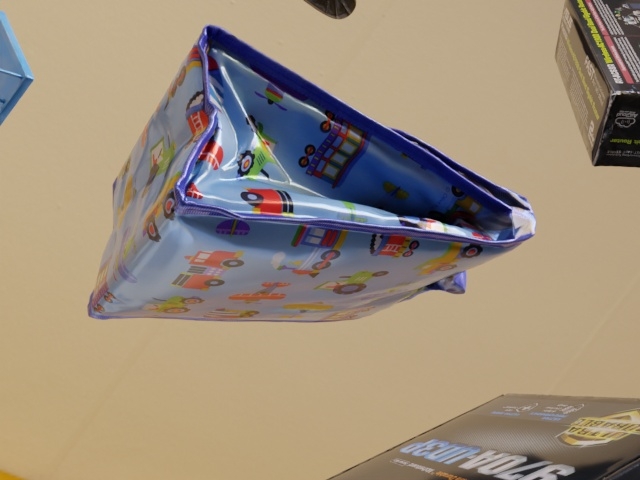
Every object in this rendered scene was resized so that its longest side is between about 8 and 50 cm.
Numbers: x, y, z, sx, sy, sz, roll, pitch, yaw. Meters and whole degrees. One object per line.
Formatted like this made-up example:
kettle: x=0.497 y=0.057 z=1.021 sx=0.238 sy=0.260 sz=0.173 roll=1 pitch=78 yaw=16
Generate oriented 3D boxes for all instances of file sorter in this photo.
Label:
file sorter: x=-0.432 y=-0.178 z=0.820 sx=0.170 sy=0.118 sz=0.104 roll=-42 pitch=-26 yaw=23

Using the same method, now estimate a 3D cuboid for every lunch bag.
lunch bag: x=0.000 y=0.000 z=0.557 sx=0.293 sy=0.138 sz=0.221 roll=17 pitch=-29 yaw=-24

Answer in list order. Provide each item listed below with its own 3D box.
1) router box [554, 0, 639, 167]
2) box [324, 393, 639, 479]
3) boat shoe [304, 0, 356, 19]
router box: x=0.170 y=-0.079 z=0.345 sx=0.092 sy=0.122 sz=0.038 roll=4 pitch=-52 yaw=6
box: x=0.099 y=0.145 z=0.407 sx=0.175 sy=0.220 sz=0.051 roll=-21 pitch=-94 yaw=-18
boat shoe: x=-0.025 y=-0.300 z=0.777 sx=0.152 sy=0.049 sz=0.056 roll=36 pitch=-51 yaw=-20
